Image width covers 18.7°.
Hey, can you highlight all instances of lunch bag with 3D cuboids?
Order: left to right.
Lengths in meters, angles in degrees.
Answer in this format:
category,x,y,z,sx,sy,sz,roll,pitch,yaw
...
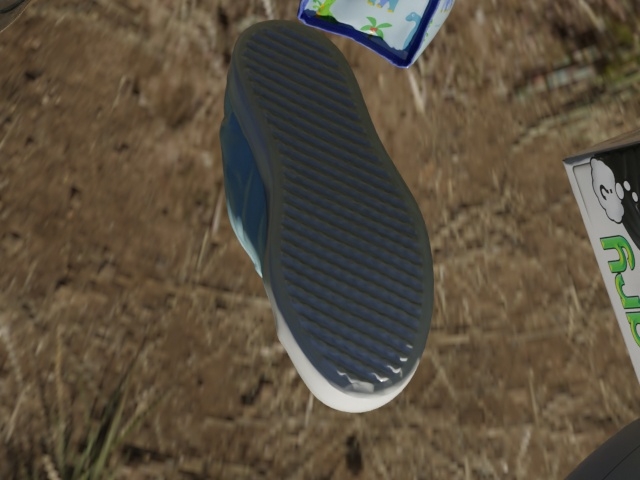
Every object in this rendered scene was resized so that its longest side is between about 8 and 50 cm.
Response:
category,x,y,z,sx,sy,sz,roll,pitch,yaw
lunch bag,0.059,-0.195,1.194,0.096,0.129,0.151,23,106,0

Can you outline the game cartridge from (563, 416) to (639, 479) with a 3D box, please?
category,x,y,z,sx,sy,sz,roll,pitch,yaw
game cartridge,0.206,0.242,1.483,0.062,0.297,0.198,33,122,21

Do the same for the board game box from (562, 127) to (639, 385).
category,x,y,z,sx,sy,sz,roll,pitch,yaw
board game box,0.223,0.086,0.911,0.053,0.193,0.305,-20,92,-18

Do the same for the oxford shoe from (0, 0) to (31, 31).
category,x,y,z,sx,sy,sz,roll,pitch,yaw
oxford shoe,-0.116,-0.176,1.067,0.130,0.123,0.348,44,143,-12

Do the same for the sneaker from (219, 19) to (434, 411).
category,x,y,z,sx,sy,sz,roll,pitch,yaw
sneaker,0.000,0.000,1.562,0.135,0.366,0.150,-2,143,-12
